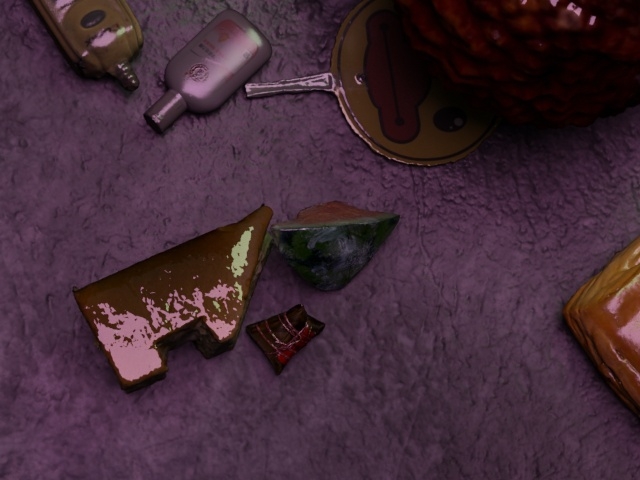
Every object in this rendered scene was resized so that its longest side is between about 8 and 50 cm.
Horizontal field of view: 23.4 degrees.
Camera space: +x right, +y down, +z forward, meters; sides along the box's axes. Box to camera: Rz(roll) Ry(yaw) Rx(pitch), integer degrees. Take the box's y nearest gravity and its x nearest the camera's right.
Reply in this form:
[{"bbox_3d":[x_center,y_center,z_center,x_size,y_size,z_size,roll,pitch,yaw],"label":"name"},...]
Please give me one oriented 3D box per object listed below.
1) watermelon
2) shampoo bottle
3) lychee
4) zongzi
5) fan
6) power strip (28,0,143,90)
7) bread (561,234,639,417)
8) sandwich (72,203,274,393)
[{"bbox_3d":[0.004,0.004,1.712,0.080,0.155,0.101,28,106,26],"label":"watermelon"},{"bbox_3d":[-0.135,-0.189,1.771,0.080,0.040,0.165,44,75,3],"label":"shampoo bottle"},{"bbox_3d":[0.271,-0.315,1.664,0.424,0.425,0.500,-20,55,-11],"label":"lychee"},{"bbox_3d":[-0.032,0.093,1.698,0.083,0.073,0.067,-28,63,-13],"label":"zongzi"},{"bbox_3d":[0.077,-0.191,1.811,0.335,0.011,0.230,-8,78,-9],"label":"fan"},{"bbox_3d":[-0.316,-0.331,1.773,0.092,0.066,0.388,-32,82,-11],"label":"power strip"},{"bbox_3d":[0.412,0.085,1.737,0.235,0.099,0.210,-34,83,-13],"label":"bread"},{"bbox_3d":[-0.135,0.066,1.666,0.235,0.122,0.128,-26,79,-12],"label":"sandwich"}]
